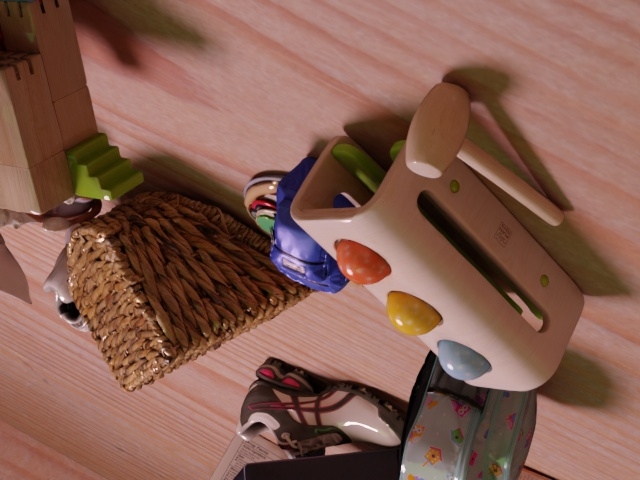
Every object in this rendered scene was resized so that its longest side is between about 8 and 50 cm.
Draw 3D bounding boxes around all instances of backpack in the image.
[{"bbox_3d":[0.164,0.213,1.505,0.144,0.188,0.166,23,156,18],"label":"backpack"},{"bbox_3d":[-0.005,-0.006,1.339,0.098,0.101,0.120,28,138,22],"label":"backpack"}]

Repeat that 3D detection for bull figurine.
[{"bbox_3d":[-0.410,-0.104,1.626,0.310,0.101,0.188,24,-165,-4],"label":"bull figurine"}]

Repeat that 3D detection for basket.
[{"bbox_3d":[-0.172,0.037,1.671,0.213,0.223,0.299,62,158,4],"label":"basket"}]

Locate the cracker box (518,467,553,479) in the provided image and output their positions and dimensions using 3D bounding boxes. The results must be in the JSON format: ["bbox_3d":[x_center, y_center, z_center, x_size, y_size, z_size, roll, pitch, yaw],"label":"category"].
[{"bbox_3d":[0.367,0.403,1.822,0.232,0.067,0.155,20,156,23],"label":"cracker box"}]

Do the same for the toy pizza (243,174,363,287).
[{"bbox_3d":[0.000,0.000,1.463,0.201,0.032,0.201,26,158,11],"label":"toy pizza"}]

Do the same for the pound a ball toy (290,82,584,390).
[{"bbox_3d":[0.116,0.014,1.210,0.319,0.135,0.208,43,155,-30],"label":"pound a ball toy"}]

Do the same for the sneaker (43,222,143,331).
[{"bbox_3d":[-0.327,0.085,1.951,0.110,0.118,0.292,20,158,20],"label":"sneaker"}]

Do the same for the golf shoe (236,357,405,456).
[{"bbox_3d":[0.005,0.262,1.910,0.273,0.120,0.105,11,149,37],"label":"golf shoe"}]

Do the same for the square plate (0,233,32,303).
[{"bbox_3d":[-0.556,-0.079,1.770,0.344,0.049,0.347,43,-175,42],"label":"square plate"}]

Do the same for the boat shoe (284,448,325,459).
[{"bbox_3d":[-0.016,0.311,2.108,0.083,0.065,0.183,16,153,35],"label":"boat shoe"}]

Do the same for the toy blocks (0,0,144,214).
[{"bbox_3d":[-0.368,-0.178,1.308,0.381,0.191,0.260,9,120,34],"label":"toy blocks"}]

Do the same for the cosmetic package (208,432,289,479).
[{"bbox_3d":[-0.155,0.505,2.377,0.160,0.309,0.113,31,158,1],"label":"cosmetic package"}]

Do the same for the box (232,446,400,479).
[{"bbox_3d":[0.023,0.414,1.965,0.296,0.182,0.294,-4,164,-13],"label":"box"}]
